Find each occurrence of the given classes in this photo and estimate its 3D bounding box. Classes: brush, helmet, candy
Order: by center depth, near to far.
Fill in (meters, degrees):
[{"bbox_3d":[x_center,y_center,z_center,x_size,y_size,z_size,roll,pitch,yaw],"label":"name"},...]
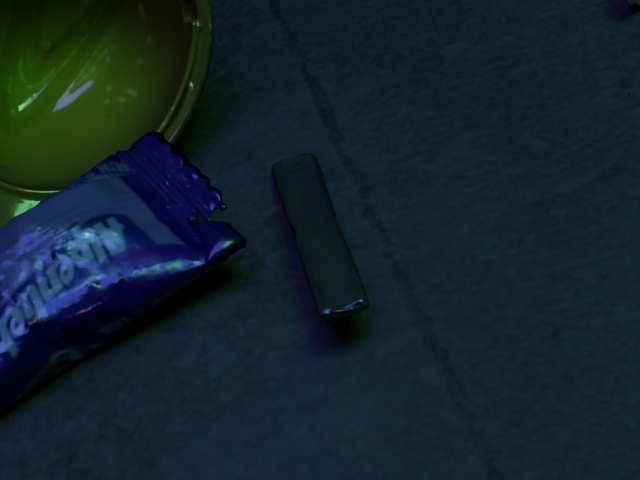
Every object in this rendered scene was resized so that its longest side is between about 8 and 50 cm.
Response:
[{"bbox_3d":[0.000,0.000,1.056,0.034,0.027,0.190,-17,35,-2],"label":"brush"},{"bbox_3d":[-0.189,0.032,1.063,0.275,0.070,0.145,-33,50,-13],"label":"candy"},{"bbox_3d":[-0.198,-0.131,1.177,0.257,0.205,0.140,-65,17,0],"label":"helmet"}]

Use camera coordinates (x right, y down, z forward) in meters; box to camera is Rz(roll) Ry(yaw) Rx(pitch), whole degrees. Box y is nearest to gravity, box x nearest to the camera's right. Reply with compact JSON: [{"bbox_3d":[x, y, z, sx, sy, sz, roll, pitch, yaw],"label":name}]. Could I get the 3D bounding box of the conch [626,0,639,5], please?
[{"bbox_3d":[0.311,-0.316,1.124,0.186,0.263,0.324,7,85,-5],"label":"conch"}]
